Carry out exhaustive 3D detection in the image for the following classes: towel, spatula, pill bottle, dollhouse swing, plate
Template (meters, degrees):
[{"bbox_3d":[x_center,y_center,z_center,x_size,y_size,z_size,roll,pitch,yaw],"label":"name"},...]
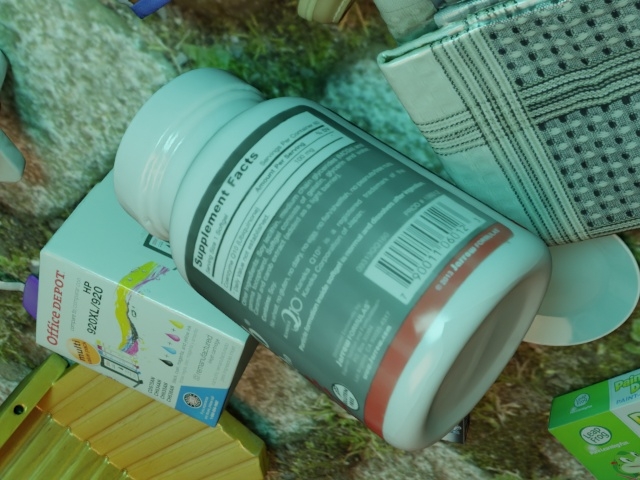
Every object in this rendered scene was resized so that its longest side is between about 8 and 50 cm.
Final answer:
[{"bbox_3d":[0.229,-0.114,0.685,0.312,0.056,0.324,-12,135,28],"label":"towel"},{"bbox_3d":[-0.460,0.048,1.214,0.297,0.030,0.084,28,133,0],"label":"spatula"},{"bbox_3d":[0.000,0.000,0.795,0.363,0.210,0.210,35,138,25],"label":"pill bottle"},{"bbox_3d":[-0.300,0.350,1.242,0.347,0.315,0.305,43,152,-14],"label":"dollhouse swing"},{"bbox_3d":[0.229,0.034,0.912,0.188,0.024,0.188,13,133,14],"label":"plate"}]

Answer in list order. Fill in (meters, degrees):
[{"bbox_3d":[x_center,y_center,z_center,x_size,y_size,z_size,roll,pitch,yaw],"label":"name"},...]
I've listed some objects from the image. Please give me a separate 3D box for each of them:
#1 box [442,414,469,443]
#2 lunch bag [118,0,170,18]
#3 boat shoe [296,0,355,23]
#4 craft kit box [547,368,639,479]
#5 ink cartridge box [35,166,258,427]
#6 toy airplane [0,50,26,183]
[{"bbox_3d":[0.118,0.153,1.051,0.114,0.036,0.206,8,131,17],"label":"box"},{"bbox_3d":[-0.143,-0.346,0.596,0.328,0.239,0.385,45,154,-19],"label":"lunch bag"},{"bbox_3d":[0.081,-0.259,0.670,0.089,0.104,0.285,37,131,-9],"label":"boat shoe"},{"bbox_3d":[0.426,0.231,0.977,0.250,0.061,0.246,-31,109,39],"label":"craft kit box"},{"bbox_3d":[-0.176,0.060,1.006,0.233,0.168,0.171,25,134,3],"label":"ink cartridge box"},{"bbox_3d":[-0.518,-0.132,0.962,0.385,0.272,0.386,7,134,-35],"label":"toy airplane"}]
